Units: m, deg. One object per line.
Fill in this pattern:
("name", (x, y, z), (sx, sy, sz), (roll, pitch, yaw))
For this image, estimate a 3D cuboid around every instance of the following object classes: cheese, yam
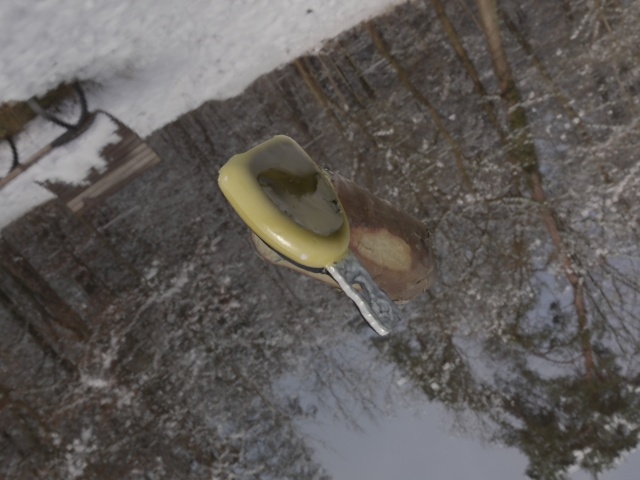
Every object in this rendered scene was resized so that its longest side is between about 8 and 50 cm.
("cheese", (-0.001, 0.000, 0.475), (0.036, 0.162, 0.086), (-38, 180, 37))
("yam", (0.040, 0.001, 0.816), (0.129, 0.238, 0.128), (26, -89, 45))
